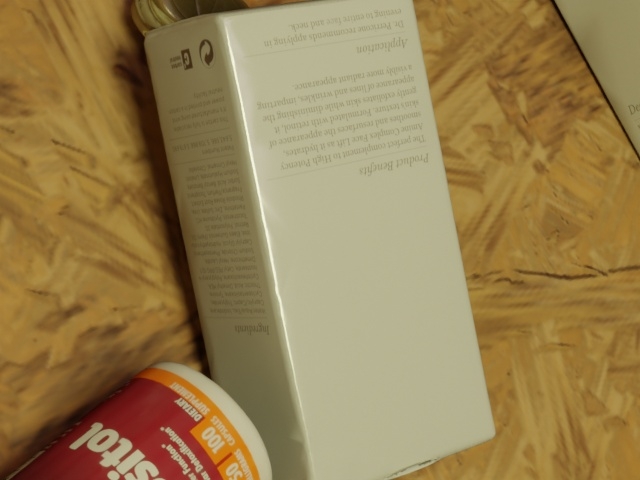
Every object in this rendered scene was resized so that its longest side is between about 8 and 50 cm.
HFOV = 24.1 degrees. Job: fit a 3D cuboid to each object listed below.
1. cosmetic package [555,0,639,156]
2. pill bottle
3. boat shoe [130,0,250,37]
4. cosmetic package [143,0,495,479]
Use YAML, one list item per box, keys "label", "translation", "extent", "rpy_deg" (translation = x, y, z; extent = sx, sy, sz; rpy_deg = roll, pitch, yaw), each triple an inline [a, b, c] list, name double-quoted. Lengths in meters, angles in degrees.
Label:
- label: "cosmetic package"
  translation: [0.292, -0.144, 0.943]
  extent: [0.217, 0.156, 0.385]
  rpy_deg: [-26, 87, -34]
- label: "pill bottle"
  translation: [-0.100, 0.128, 0.663]
  extent: [0.152, 0.086, 0.086]
  rpy_deg: [-39, 95, -33]
- label: "boat shoe"
  translation: [-0.043, -0.093, 0.794]
  extent: [0.135, 0.045, 0.050]
  rpy_deg: [43, 58, -24]
- label: "cosmetic package"
  translation: [0.000, 0.000, 0.738]
  extent: [0.117, 0.085, 0.231]
  rpy_deg: [-13, 96, -33]
